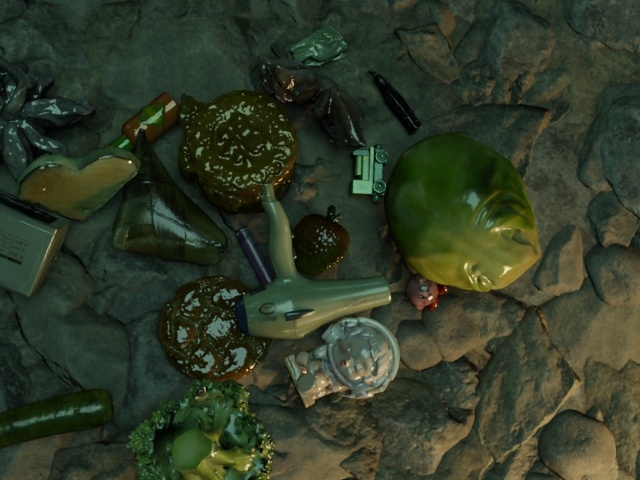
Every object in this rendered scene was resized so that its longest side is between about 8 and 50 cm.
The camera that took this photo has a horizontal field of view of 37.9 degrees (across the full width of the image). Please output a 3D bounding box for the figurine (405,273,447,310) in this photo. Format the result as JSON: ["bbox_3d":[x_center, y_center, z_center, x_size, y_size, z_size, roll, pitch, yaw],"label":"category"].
[{"bbox_3d":[0.207,0.102,1.895,0.071,0.067,0.083,9,115,-19],"label":"figurine"}]

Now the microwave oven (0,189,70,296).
[{"bbox_3d":[-0.594,-0.007,1.725,0.208,0.122,0.162,24,99,-5],"label":"microwave oven"}]

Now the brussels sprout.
[{"bbox_3d":[0.286,-0.059,1.827,0.344,0.268,0.344,11,60,-21],"label":"brussels sprout"}]

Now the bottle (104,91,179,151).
[{"bbox_3d":[-0.357,-0.213,1.847,0.187,0.069,0.069,-43,90,-13],"label":"bottle"}]

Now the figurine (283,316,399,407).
[{"bbox_3d":[0.049,0.233,1.803,0.236,0.141,0.163,-18,78,-13],"label":"figurine"}]

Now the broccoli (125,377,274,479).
[{"bbox_3d":[-0.221,0.398,1.685,0.235,0.260,0.288,-28,64,24],"label":"broccoli"}]

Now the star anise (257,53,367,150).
[{"bbox_3d":[-0.019,-0.288,1.880,0.257,0.198,0.111,31,111,-16],"label":"star anise"}]

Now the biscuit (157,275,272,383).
[{"bbox_3d":[-0.204,0.173,1.820,0.226,0.042,0.226,2,80,-9],"label":"biscuit"}]

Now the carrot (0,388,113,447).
[{"bbox_3d":[-0.558,0.343,1.713,0.358,0.074,0.074,-13,83,-9],"label":"carrot"}]

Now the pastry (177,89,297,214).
[{"bbox_3d":[-0.163,-0.169,1.854,0.235,0.132,0.240,-3,74,-2],"label":"pastry"}]

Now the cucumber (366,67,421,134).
[{"bbox_3d":[0.154,-0.296,1.974,0.039,0.043,0.163,-40,84,28],"label":"cucumber"}]

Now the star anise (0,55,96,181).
[{"bbox_3d":[-0.611,-0.231,1.770,0.359,0.139,0.316,-11,83,-3],"label":"star anise"}]

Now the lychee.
[{"bbox_3d":[0.000,0.000,1.852,0.114,0.114,0.146,31,90,-4],"label":"lychee"}]

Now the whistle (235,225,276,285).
[{"bbox_3d":[-0.117,0.052,1.861,0.033,0.033,0.176,-27,86,-14],"label":"whistle"}]

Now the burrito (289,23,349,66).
[{"bbox_3d":[-0.004,-0.401,1.960,0.118,0.044,0.074,-29,90,-18],"label":"burrito"}]

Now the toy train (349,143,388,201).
[{"bbox_3d":[0.101,-0.140,1.930,0.081,0.050,0.122,2,81,-3],"label":"toy train"}]

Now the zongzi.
[{"bbox_3d":[-0.274,-0.079,1.810,0.221,0.112,0.242,12,84,-6],"label":"zongzi"}]

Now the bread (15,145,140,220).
[{"bbox_3d":[-0.451,-0.109,1.761,0.232,0.172,0.064,-13,52,-11],"label":"bread"}]

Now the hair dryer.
[{"bbox_3d":[0.000,0.056,1.775,0.296,0.119,0.298,10,101,-13],"label":"hair dryer"}]
